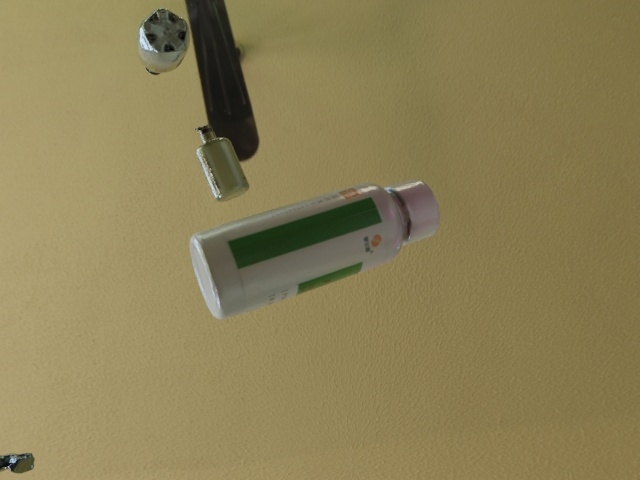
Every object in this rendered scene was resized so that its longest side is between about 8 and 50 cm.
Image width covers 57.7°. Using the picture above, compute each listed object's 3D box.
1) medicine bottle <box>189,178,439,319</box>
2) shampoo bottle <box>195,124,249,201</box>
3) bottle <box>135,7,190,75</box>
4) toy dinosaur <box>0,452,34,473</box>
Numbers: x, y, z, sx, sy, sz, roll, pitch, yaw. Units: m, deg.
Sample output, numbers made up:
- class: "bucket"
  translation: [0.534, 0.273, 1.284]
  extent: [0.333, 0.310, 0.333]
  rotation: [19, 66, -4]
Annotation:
- class: "medicine bottle"
  translation: [0.000, 0.000, 0.612]
  extent: [0.260, 0.095, 0.095]
  rotation: [-18, -112, -18]
- class: "shampoo bottle"
  translation: [-0.214, -0.166, 1.222]
  extent: [0.079, 0.079, 0.161]
  rotation: [-23, -92, -6]
- class: "bottle"
  translation: [-0.281, -0.332, 1.018]
  extent: [0.083, 0.270, 0.083]
  rotation: [-2, -84, -19]
- class: "toy dinosaur"
  translation: [-0.358, 0.246, 0.513]
  extent: [0.147, 0.076, 0.362]
  rotation: [13, -104, 13]
